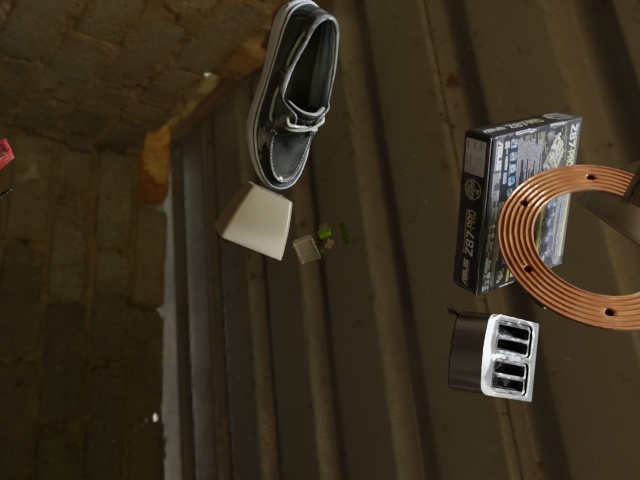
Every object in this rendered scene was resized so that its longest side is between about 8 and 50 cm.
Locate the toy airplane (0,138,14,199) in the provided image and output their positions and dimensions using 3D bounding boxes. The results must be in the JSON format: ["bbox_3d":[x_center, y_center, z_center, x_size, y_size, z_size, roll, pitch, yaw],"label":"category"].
[{"bbox_3d":[-0.454,-0.117,0.775,0.151,0.151,0.028,-51,-174,33],"label":"toy airplane"}]

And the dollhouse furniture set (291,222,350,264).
[{"bbox_3d":[0.000,0.000,1.621,0.152,0.076,0.058,-19,-146,8],"label":"dollhouse furniture set"}]

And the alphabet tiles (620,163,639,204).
[{"bbox_3d":[0.414,-0.150,0.687,0.009,0.198,0.237,25,-79,15],"label":"alphabet tiles"}]

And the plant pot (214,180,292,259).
[{"bbox_3d":[-0.105,-0.040,1.018,0.096,0.109,0.109,-65,-161,5],"label":"plant pot"}]

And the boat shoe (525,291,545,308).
[{"bbox_3d":[0.420,0.098,1.144,0.050,0.135,0.045,38,-86,19],"label":"boat shoe"}]

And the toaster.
[{"bbox_3d":[0.351,0.233,1.236,0.110,0.186,0.167,-12,-115,62],"label":"toaster"}]

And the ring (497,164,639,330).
[{"bbox_3d":[0.474,0.005,1.035,0.032,0.337,0.336,82,-12,-55],"label":"ring"}]

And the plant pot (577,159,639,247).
[{"bbox_3d":[0.723,-0.071,1.274,0.191,0.284,0.284,-54,-136,15],"label":"plant pot"}]

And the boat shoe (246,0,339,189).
[{"bbox_3d":[-0.048,-0.231,1.033,0.119,0.121,0.335,45,-46,49],"label":"boat shoe"}]

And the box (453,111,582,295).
[{"bbox_3d":[0.478,-0.093,1.470,0.097,0.318,0.394,32,-49,52],"label":"box"}]
